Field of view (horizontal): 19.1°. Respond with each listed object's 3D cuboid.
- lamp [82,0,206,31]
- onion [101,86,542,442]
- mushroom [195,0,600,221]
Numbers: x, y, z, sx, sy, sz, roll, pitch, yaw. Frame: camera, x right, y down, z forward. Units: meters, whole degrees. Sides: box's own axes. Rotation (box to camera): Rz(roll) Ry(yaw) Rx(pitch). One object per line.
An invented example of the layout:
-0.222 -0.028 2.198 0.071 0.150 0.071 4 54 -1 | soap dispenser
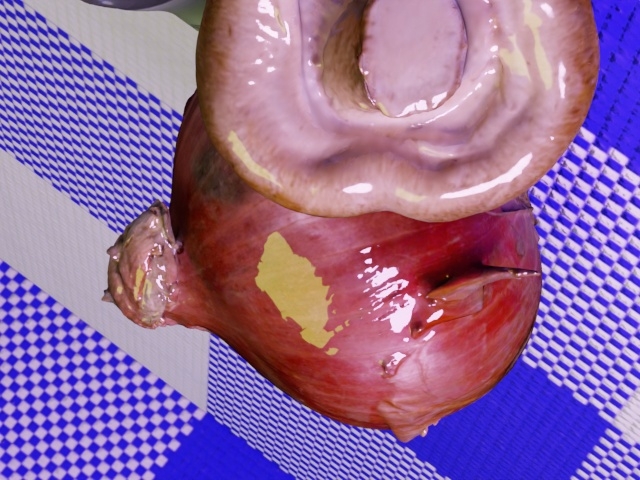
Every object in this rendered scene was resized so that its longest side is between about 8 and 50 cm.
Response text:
-0.129 -0.228 1.495 0.182 0.182 0.314 25 156 34 | lamp
0.030 -0.013 1.516 0.354 0.353 0.353 34 160 14 | onion
0.052 -0.131 1.299 0.278 0.278 0.146 42 -170 -7 | mushroom
